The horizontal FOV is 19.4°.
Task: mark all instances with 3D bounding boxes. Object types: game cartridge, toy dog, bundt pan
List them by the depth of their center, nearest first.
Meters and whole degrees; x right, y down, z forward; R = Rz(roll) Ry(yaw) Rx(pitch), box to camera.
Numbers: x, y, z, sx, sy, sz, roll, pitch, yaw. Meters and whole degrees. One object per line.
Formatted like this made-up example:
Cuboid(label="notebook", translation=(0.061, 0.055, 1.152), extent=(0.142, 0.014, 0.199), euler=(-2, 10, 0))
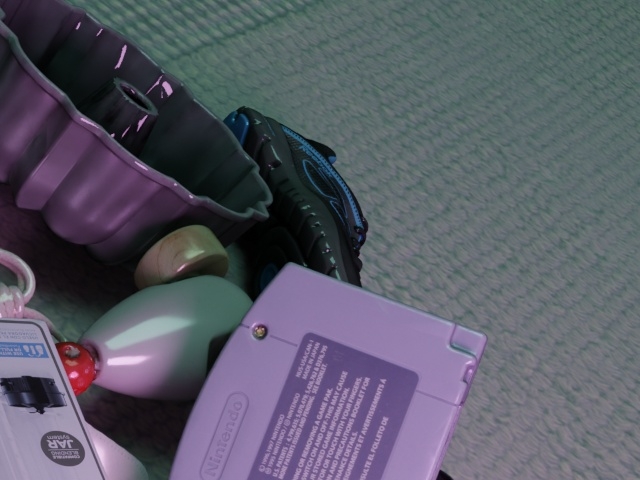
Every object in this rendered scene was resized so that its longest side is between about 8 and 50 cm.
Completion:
Cuboid(label="game cartridge", translation=(-0.011, 0.178, 1.462), extent=(0.198, 0.297, 0.062), euler=(20, -6, 14))
Cuboid(label="toy dog", translation=(-0.173, 0.117, 1.564), extent=(0.334, 0.161, 0.220), euler=(-5, 49, -22))
Cuboid(label="bundt pan", translation=(-0.208, -0.090, 1.729), extent=(0.331, 0.124, 0.331), euler=(39, 15, -12))

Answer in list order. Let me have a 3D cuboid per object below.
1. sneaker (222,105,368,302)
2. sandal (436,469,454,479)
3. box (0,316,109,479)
Cuboid(label="sneaker", translation=(0.000, 0.000, 1.837), extent=(0.140, 0.125, 0.341), euler=(14, 39, -34))
Cuboid(label="sandal", translation=(0.087, 0.229, 1.669), extent=(0.097, 0.054, 0.254), euler=(1, 44, -37))
Cuboid(label="box", translation=(-0.194, 0.205, 1.130), extent=(0.087, 0.169, 0.290), euler=(6, 45, -40))
